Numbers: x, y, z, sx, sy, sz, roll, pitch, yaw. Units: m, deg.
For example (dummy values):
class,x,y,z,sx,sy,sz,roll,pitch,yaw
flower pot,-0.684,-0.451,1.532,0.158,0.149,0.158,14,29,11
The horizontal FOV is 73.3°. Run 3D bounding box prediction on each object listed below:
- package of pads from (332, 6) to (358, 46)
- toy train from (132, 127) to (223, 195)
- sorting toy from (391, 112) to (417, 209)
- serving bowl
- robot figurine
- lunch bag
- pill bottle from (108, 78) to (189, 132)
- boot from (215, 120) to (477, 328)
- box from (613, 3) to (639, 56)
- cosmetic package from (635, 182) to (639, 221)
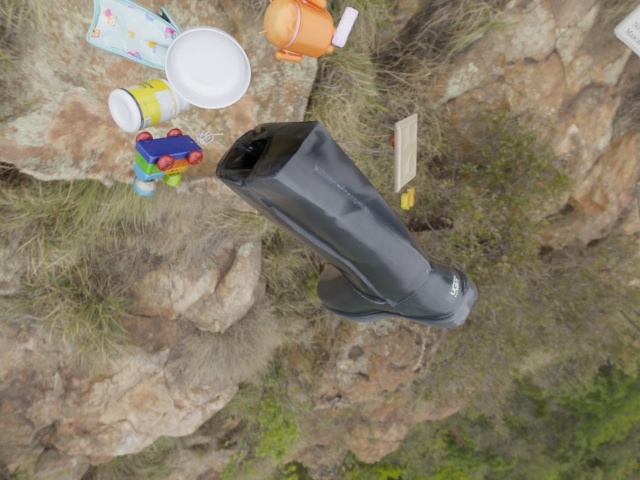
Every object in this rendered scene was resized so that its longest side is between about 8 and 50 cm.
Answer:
class,x,y,z,sx,sy,sz,roll,pitch,yaw
package of pads,0.055,-0.481,0.971,0.031,0.050,0.083,24,116,-7
toy train,-0.356,-0.199,1.093,0.248,0.105,0.143,-28,159,-51
sorting toy,0.272,-0.243,1.406,0.229,0.041,0.308,-43,134,-55
serving bowl,-0.114,-0.178,0.436,0.083,0.027,0.083,-7,140,-6
robot figurine,-0.055,-0.562,1.132,0.219,0.158,0.128,-3,84,-37
lunch bag,-0.469,-0.562,1.180,0.261,0.223,0.160,13,110,-20
pill bottle,-0.418,-0.343,1.071,0.184,0.103,0.103,-43,124,-45
boot,0.002,0.000,0.731,0.445,0.366,0.146,34,64,-36
box,0.413,-0.262,0.358,0.113,0.275,0.094,49,46,12
cosmetic package,0.568,-0.015,0.567,0.365,0.196,0.155,-16,97,-59
